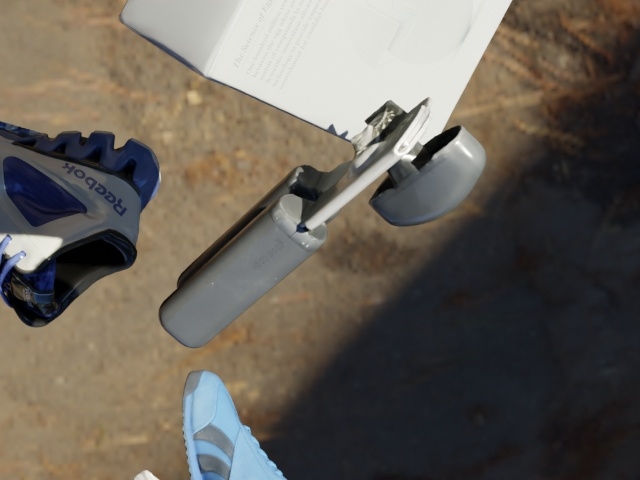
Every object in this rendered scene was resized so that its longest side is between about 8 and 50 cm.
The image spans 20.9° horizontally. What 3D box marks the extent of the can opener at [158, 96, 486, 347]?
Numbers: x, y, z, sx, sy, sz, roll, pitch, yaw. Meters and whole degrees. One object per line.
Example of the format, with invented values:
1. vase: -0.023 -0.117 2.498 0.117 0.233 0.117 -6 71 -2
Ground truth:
1. can opener: 0.000 0.000 1.228 0.095 0.076 0.283 41 128 -10

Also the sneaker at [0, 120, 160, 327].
1. sneaker: -0.311 -0.019 1.672 0.315 0.182 0.127 4 140 -9

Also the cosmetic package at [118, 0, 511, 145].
1. cosmetic package: 0.012 -0.202 1.272 0.224 0.138 0.224 22 99 -44

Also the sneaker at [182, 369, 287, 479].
1. sneaker: -0.054 0.182 1.269 0.082 0.209 0.069 -14 141 2

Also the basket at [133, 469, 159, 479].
1. basket: -0.194 0.389 2.159 0.103 0.167 0.113 -42 136 -3
